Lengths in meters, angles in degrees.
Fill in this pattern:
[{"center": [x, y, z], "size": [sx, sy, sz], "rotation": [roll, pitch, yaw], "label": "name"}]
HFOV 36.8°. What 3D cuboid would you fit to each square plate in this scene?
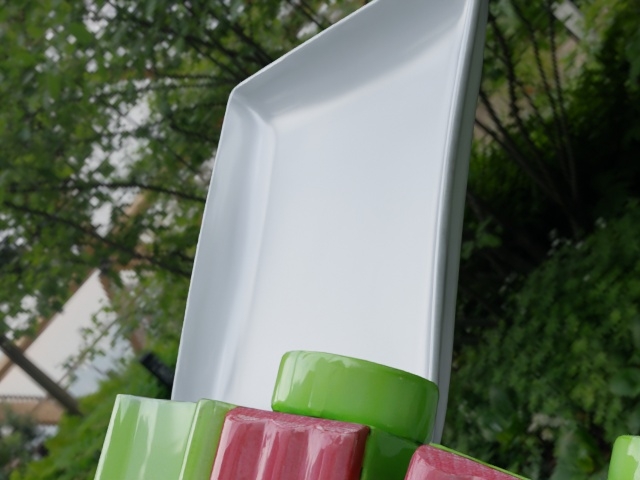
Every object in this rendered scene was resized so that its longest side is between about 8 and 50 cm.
[{"center": [0.000, 0.000, 0.716], "size": [0.344, 0.049, 0.347], "rotation": [-16, 61, 56], "label": "square plate"}]

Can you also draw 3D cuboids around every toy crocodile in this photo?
[{"center": [0.047, 0.104, 0.319], "size": [0.105, 0.341, 0.115], "rotation": [36, -113, -54], "label": "toy crocodile"}]
